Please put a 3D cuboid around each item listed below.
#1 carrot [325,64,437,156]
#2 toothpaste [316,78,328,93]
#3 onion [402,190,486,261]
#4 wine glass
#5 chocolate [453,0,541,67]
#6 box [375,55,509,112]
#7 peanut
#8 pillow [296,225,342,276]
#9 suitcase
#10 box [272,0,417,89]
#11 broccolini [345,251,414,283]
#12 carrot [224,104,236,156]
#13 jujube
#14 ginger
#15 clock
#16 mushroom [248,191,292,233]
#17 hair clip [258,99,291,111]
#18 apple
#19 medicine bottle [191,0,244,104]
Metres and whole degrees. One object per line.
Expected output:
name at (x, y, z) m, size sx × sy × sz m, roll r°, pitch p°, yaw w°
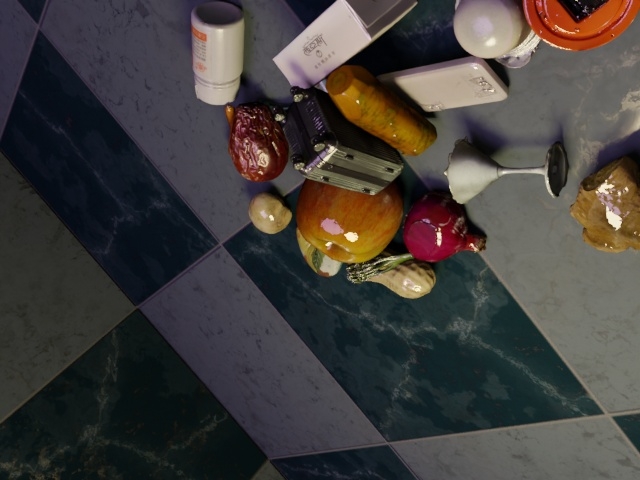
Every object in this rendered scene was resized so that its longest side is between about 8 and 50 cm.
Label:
carrot at (0.137, -0.287, 1.553) m, size 0.114 × 0.114 × 0.301 m, roll -2°, pitch 159°, yaw 45°
toothpaste at (0.014, -0.390, 1.777) m, size 0.205 × 0.036 × 0.056 m, roll 53°, pitch 145°, yaw -4°
onion at (0.315, -0.014, 1.764) m, size 0.218 × 0.140 × 0.195 m, roll 29°, pitch 134°, yaw 16°
wine glass at (0.414, -0.153, 1.524) m, size 0.232 × 0.156 × 0.156 m, roll 3°, pitch 126°, yaw 39°
chocolate at (0.333, -0.422, 1.343) m, size 0.221 × 0.147 × 0.221 m, roll 24°, pitch 141°, yaw 22°
box at (0.262, -0.338, 1.527) m, size 0.285 × 0.044 × 0.142 m, roll 2°, pitch 159°, yaw 45°
peanut at (0.198, 0.082, 1.972) m, size 0.298 × 0.120 × 0.136 m, roll 21°, pitch 160°, yaw 35°
pillow at (0.000, 0.000, 2.114) m, size 0.214 × 0.086 × 0.233 m, roll 54°, pitch 150°, yaw 23°
suitcase at (0.044, -0.227, 1.601) m, size 0.128 × 0.312 × 0.202 m, roll -41°, pitch 58°, yaw 32°
box at (0.050, -0.463, 1.528) m, size 0.116 × 0.203 × 0.274 m, roll 52°, pitch 144°, yaw -11°
broccolini at (0.162, 0.061, 1.885) m, size 0.202 × 0.068 × 0.091 m, roll -23°, pitch 135°, yaw 18°
carrot at (-0.248, -0.327, 2.040) m, size 0.271 × 0.066 × 0.062 m, roll 99°, pitch 158°, yaw -60°
jujube at (-0.178, -0.283, 1.964) m, size 0.168 × 0.168 × 0.237 m, roll 15°, pitch 128°, yaw 35°
ginger at (0.645, -0.038, 1.415) m, size 0.270 × 0.123 × 0.219 m, roll 44°, pitch 141°, yaw 2°
clock at (0.465, -0.439, 1.227) m, size 0.205 × 0.051 × 0.205 m, roll 8°, pitch 125°, yaw 12°
mushroom at (-0.160, -0.088, 2.162) m, size 0.148 × 0.112 × 0.148 m, roll 26°, pitch 142°, yaw 23°
hair clip at (-0.091, -0.372, 1.891) m, size 0.229 × 0.039 × 0.070 m, roll 3°, pitch 128°, yaw 44°
apple at (0.066, -0.076, 1.820) m, size 0.301 × 0.301 × 0.302 m, roll 26°, pitch 139°, yaw 25°
medicine bottle at (-0.277, -0.502, 1.863) m, size 0.144 × 0.144 × 0.252 m, roll 29°, pitch 140°, yaw 21°
